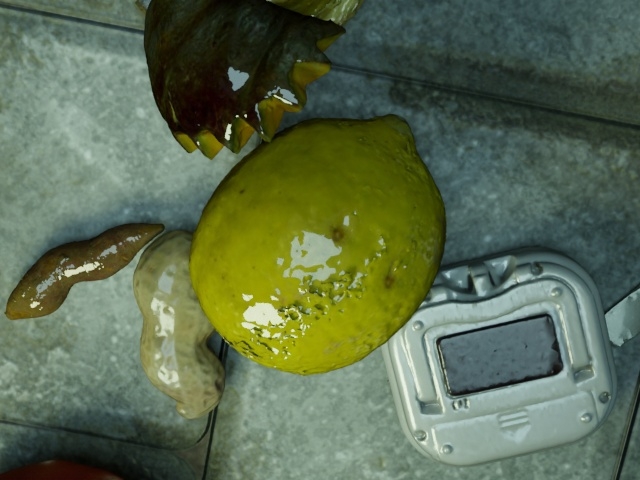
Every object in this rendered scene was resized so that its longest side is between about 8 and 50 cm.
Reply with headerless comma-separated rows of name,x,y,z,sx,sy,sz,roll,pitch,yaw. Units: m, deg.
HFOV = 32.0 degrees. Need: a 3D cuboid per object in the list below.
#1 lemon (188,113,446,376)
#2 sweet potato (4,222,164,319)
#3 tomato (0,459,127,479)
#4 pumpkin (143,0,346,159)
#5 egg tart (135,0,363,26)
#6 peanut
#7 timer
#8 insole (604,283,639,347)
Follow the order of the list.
lemon,0.000,0.000,1.187,0.258,0.258,0.310,39,99,-6
sweet potato,-0.281,0.027,1.308,0.218,0.051,0.065,-31,96,7
tomato,-0.314,0.412,1.304,0.298,0.226,0.299,0,106,1
pumpkin,-0.119,-0.177,1.147,0.254,0.130,0.149,-16,132,41
egg tart,-0.073,-0.325,1.193,0.294,0.116,0.295,0,103,0
peanut,-0.163,0.101,1.302,0.104,0.085,0.228,-6,104,-19
timer,0.205,0.139,1.296,0.262,0.087,0.237,-14,101,5
insole,0.406,0.054,1.310,0.192,0.010,0.063,-42,97,10
